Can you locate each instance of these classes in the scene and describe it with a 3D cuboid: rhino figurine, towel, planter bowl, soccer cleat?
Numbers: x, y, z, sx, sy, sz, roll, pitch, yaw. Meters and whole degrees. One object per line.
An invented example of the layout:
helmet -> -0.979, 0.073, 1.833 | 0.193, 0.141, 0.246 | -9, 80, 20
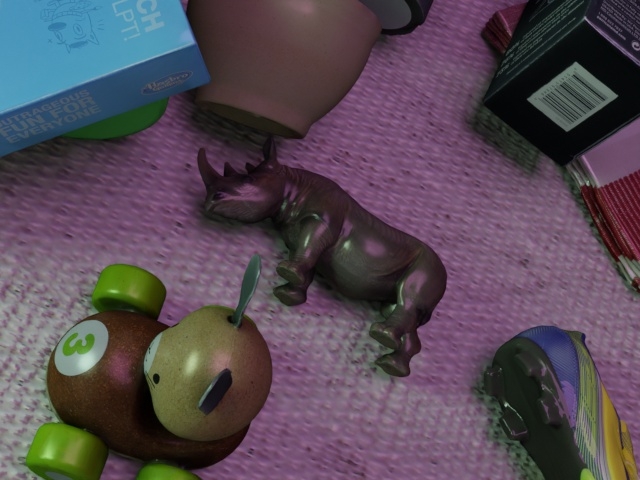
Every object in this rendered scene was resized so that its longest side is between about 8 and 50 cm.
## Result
rhino figurine -> 0.000, 0.000, 0.807 | 0.243, 0.073, 0.106 | 36, 61, -7
towel -> 0.333, -0.122, 1.054 | 0.237, 0.037, 0.329 | -22, 80, -33
planter bowl -> -0.043, -0.148, 0.816 | 0.162, 0.162, 0.109 | 19, 88, -18
soccer cleat -> 0.236, 0.205, 0.824 | 0.121, 0.093, 0.289 | -10, 73, -37

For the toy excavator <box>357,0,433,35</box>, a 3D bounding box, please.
toy excavator -> 0.015, -0.409, 0.752 | 0.432, 0.445, 0.222 | 27, 72, -13

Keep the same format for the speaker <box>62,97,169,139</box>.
speaker -> -0.184, -0.236, 0.786 | 0.131, 0.131, 0.297 | 4, 67, -26

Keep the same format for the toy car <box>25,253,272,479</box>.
toy car -> -0.092, 0.083, 0.651 | 0.148, 0.188, 0.155 | 25, 59, -15

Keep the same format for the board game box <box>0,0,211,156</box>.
board game box -> -0.238, -0.215, 0.672 | 0.242, 0.064, 0.317 | -21, 76, -3

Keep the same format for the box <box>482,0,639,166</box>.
box -> 0.263, -0.199, 0.935 | 0.108, 0.153, 0.207 | 36, 57, -10
